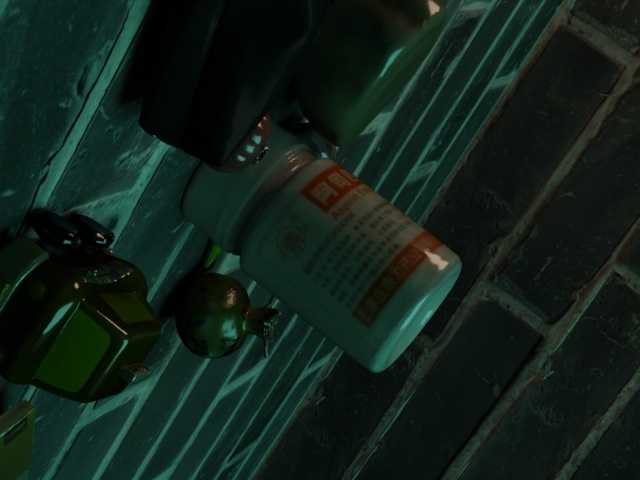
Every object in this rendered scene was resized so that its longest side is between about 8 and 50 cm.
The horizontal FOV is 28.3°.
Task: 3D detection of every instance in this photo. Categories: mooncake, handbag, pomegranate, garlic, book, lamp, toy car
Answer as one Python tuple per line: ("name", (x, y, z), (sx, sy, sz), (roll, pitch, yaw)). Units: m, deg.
("mooncake", (0.067, -0.274, 1.877), (0.275, 0.135, 0.275), (-49, 171, -11))
("handbag", (-0.059, -0.266, 1.422), (0.342, 0.152, 0.288), (-63, 177, 40))
("pomegranate", (-0.155, 0.124, 2.082), (0.148, 0.169, 0.149), (-174, -90, -80))
("garlic", (-0.034, -0.117, 2.005), (0.147, 0.102, 0.159), (-60, 167, 25))
("book", (-0.510, 0.384, 1.749), (0.269, 0.032, 0.389), (-40, 165, -32))
("lamp", (-0.112, -0.138, 1.667), (0.107, 0.092, 0.107), (-42, -159, 21))
("toy car", (-0.278, 0.100, 1.458), (0.204, 0.198, 0.248), (-56, 169, 9))

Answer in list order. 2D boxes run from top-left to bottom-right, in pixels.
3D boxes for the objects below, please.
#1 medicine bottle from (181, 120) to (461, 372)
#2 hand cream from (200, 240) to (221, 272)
("medicine bottle", (0.000, 0.000, 1.818), (0.211, 0.371, 0.211), (-49, 168, -14))
("hand cream", (-0.167, 0.008, 2.043), (0.036, 0.023, 0.122), (-43, 165, -42))
